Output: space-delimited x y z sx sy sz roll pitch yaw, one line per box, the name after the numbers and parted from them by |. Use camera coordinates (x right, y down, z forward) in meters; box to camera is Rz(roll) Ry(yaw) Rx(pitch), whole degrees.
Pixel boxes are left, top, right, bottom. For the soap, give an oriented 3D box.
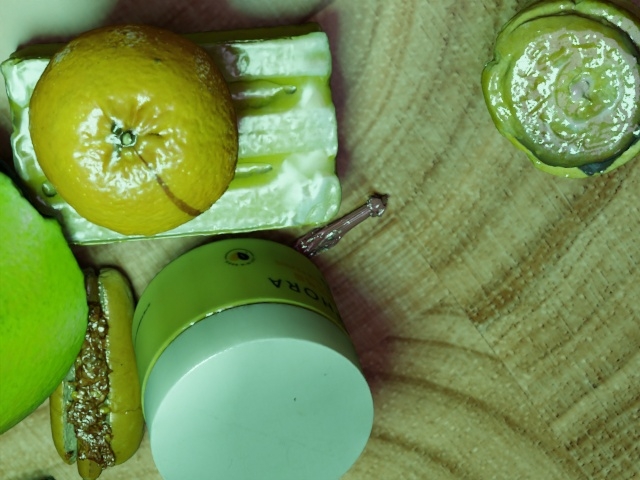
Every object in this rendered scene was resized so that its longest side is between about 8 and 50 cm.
-0.141 -0.106 1.328 0.314 0.091 0.199 -7 113 -1 | soap

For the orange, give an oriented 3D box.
-0.164 -0.096 1.199 0.193 0.161 0.193 0 115 0 | orange

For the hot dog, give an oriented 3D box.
-0.237 0.149 1.432 0.102 0.076 0.249 1 111 -7 | hot dog

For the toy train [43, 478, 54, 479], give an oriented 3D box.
-0.384 0.402 1.509 0.298 0.120 0.194 -25 99 12 | toy train

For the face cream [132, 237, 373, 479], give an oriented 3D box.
-0.073 0.132 1.352 0.218 0.179 0.218 -7 124 -10 | face cream

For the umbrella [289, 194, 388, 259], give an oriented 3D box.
0.000 0.000 1.412 0.165 0.025 0.027 -33 93 8 | umbrella

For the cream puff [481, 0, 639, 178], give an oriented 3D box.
0.251 -0.154 1.306 0.189 0.129 0.189 4 114 8 | cream puff

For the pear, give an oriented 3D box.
-0.431 0.086 1.299 0.398 0.165 0.399 4 121 7 | pear
